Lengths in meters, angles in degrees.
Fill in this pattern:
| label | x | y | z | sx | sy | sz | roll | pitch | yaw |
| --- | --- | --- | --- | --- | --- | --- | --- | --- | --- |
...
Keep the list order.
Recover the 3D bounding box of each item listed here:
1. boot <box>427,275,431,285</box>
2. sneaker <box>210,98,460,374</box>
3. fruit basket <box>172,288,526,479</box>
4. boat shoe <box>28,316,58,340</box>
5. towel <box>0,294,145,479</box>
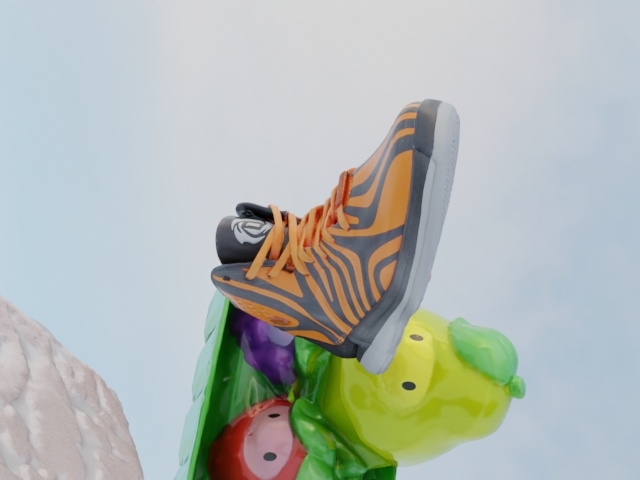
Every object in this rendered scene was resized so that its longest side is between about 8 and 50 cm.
| label | x | y | z | sx | sy | sz | roll | pitch | yaw |
| --- | --- | --- | --- | --- | --- | --- | --- | --- | --- |
| boot | 0.104 | 0.010 | 1.025 | 0.085 | 0.158 | 0.059 | -40 | -131 | 15 |
| sneaker | 0.000 | 0.000 | 0.701 | 0.321 | 0.180 | 0.124 | 104 | 4 | -50 |
| fruit basket | 0.016 | 0.164 | 0.940 | 0.392 | 0.283 | 0.392 | -47 | -150 | 39 |
| boat shoe | -0.396 | 0.156 | 1.033 | 0.121 | 0.119 | 0.335 | 60 | -2 | 34 |
| towel | -0.141 | 0.118 | 0.331 | 0.053 | 0.317 | 0.331 | -30 | -135 | 2 |
